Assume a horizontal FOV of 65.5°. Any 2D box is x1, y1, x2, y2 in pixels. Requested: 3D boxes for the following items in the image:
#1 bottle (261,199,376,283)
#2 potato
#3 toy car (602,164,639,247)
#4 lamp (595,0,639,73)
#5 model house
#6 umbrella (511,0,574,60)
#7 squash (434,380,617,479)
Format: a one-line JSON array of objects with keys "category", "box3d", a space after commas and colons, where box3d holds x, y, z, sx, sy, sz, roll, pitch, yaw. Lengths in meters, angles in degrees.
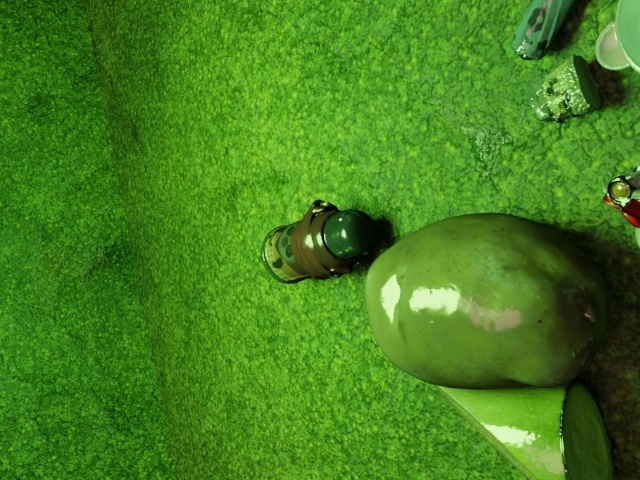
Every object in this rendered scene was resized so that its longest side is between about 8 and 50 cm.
[{"category": "bottle", "box3d": [0.000, 0.000, 1.006, 0.271, 0.143, 0.156, -19, 108, 50]}, {"category": "potato", "box3d": [0.223, 0.083, 0.704, 0.326, 0.221, 0.243, -16, 41, 42]}, {"category": "toy car", "box3d": [0.414, -0.028, 0.584, 0.139, 0.112, 0.112, 18, 126, 55]}, {"category": "lamp", "box3d": [0.428, -0.249, 0.517, 0.246, 0.107, 0.180, 29, 121, 41]}, {"category": "model house", "box3d": [0.322, -0.194, 0.672, 0.083, 0.066, 0.079, -22, 78, 48]}, {"category": "umbrella", "box3d": [0.327, -0.360, 0.647, 0.053, 0.052, 0.251, -106, 35, -64]}, {"category": "squash", "box3d": [0.265, 0.295, 0.731, 0.260, 0.189, 0.190, -17, 84, 43]}]
